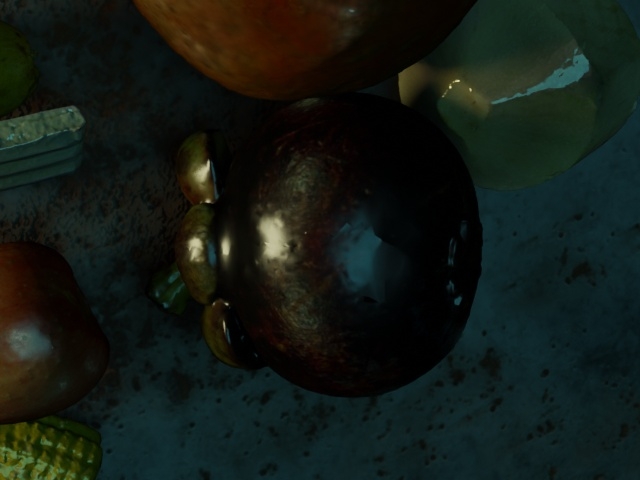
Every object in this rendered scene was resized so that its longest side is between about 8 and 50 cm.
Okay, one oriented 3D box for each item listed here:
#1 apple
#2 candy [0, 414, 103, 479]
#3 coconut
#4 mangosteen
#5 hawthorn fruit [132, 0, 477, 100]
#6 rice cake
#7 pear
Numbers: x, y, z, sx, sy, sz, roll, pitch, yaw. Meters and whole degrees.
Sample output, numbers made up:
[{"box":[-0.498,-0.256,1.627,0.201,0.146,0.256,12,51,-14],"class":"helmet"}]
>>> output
[{"box":[-0.304,0.095,1.754,0.168,0.181,0.181,-32,113,-1],"class":"apple"},{"box":[-0.330,0.213,1.820,0.199,0.094,0.106,23,59,-20],"class":"candy"},{"box":[0.206,-0.174,1.863,0.259,0.259,0.259,-6,106,-21],"class":"coconut"},{"box":[0.013,0.002,1.802,0.330,0.330,0.330,-6,106,-21],"class":"mangosteen"},{"box":[-0.003,-0.315,1.654,0.403,0.403,0.403,-6,106,-21],"class":"hawthorn fruit"},{"box":[-0.344,-0.078,1.729,0.237,0.127,0.043,-11,74,-17],"class":"rice cake"},{"box":[-0.337,-0.166,1.713,0.131,0.107,0.107,-19,110,-17],"class":"pear"}]
